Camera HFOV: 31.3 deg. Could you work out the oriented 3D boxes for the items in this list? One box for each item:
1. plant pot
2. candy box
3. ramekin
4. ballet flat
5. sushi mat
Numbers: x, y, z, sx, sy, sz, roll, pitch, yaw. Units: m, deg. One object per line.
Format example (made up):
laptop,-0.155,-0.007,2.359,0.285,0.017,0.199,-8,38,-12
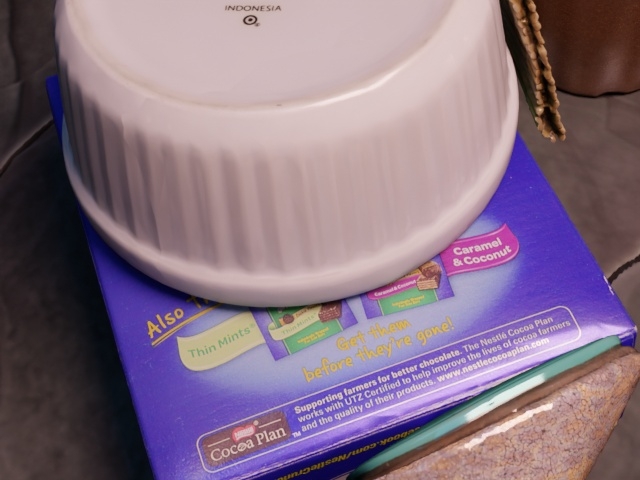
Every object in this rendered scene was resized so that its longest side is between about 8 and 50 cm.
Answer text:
plant pot,0.200,-0.199,0.800,0.167,0.165,0.166,-3,55,4
candy box,0.000,0.000,0.712,0.268,0.122,0.317,-19,57,-6
ramekin,-0.023,-0.107,0.637,0.273,0.127,0.272,-3,55,4
ballet flat,0.024,0.150,0.526,0.316,0.107,0.106,-23,79,-5
sushi mat,0.107,-0.207,0.777,0.019,0.151,0.316,-17,38,7
